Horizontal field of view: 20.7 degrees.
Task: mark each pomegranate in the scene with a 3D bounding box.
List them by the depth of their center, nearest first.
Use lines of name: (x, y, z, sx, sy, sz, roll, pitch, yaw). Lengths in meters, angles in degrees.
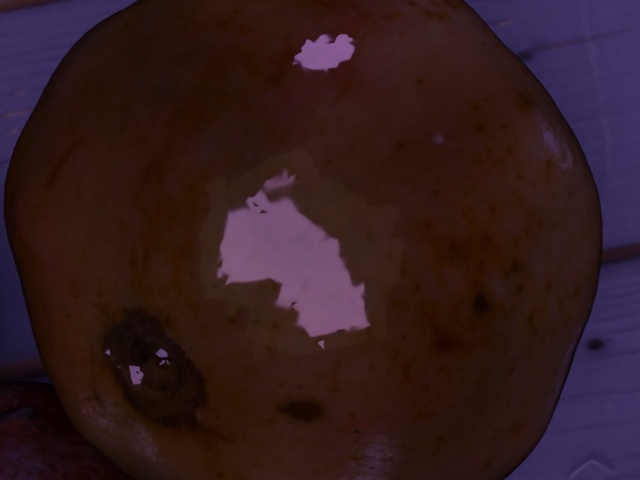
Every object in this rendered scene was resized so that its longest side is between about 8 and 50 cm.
pomegranate: (0.000, 0.000, 1.188, 0.411, 0.411, 0.411, 0, 94, 4)

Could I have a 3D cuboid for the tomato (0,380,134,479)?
tomato: (-0.228, 0.238, 1.254, 0.265, 0.265, 0.265, 0, 94, 4)
